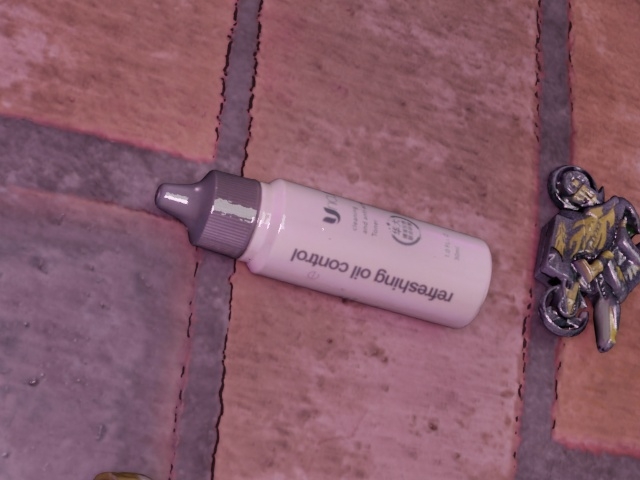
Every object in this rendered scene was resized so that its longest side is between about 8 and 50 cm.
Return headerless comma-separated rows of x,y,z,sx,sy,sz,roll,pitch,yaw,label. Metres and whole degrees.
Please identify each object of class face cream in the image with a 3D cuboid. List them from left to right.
0.000,0.000,1.237,0.311,0.092,0.092,17,70,-17,face cream

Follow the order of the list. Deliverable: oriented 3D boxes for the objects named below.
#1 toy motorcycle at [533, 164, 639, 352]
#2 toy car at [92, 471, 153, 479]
0.276,0.018,1.363,0.124,0.061,0.193,15,62,-11,toy motorcycle
-0.127,0.312,1.094,0.124,0.101,0.256,1,77,-27,toy car
